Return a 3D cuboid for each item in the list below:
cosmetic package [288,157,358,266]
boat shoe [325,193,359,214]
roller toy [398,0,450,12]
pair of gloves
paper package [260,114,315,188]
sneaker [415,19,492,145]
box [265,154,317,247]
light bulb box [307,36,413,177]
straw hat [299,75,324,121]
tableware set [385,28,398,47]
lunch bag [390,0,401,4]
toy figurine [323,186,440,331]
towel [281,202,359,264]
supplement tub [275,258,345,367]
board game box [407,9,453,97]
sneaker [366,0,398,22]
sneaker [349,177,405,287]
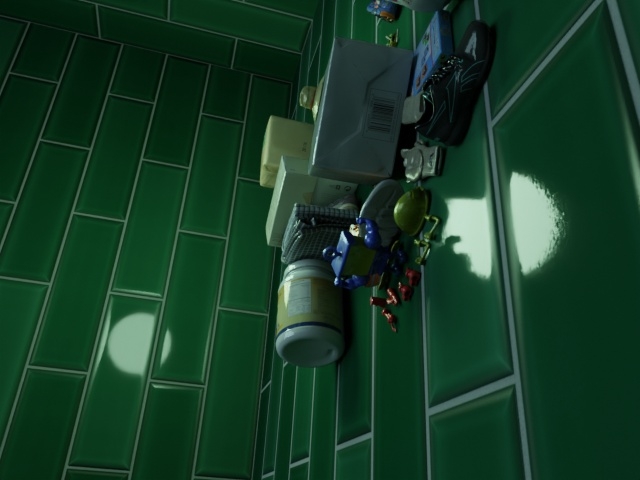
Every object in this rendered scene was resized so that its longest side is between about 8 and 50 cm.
[{"bbox_3d":[-0.003,-0.115,2.201,0.230,0.161,0.453,-97,20,-51],"label":"cosmetic package"},{"bbox_3d":[0.041,-0.080,2.020,0.285,0.103,0.092,-33,33,47],"label":"boat shoe"},{"bbox_3d":[0.257,-0.665,1.358,0.146,0.209,0.191,132,126,-70],"label":"roller toy"},{"bbox_3d":[0.260,-0.266,1.395,0.204,0.042,0.240,175,99,-72],"label":"pair of gloves"},{"bbox_3d":[-0.117,-0.388,2.590,0.168,0.309,0.324,116,161,-52],"label":"paper package"},{"bbox_3d":[0.285,-0.339,1.197,0.101,0.106,0.267,-113,36,-71],"label":"sneaker"},{"bbox_3d":[-0.110,-0.138,2.047,0.148,0.121,0.311,-103,25,-55],"label":"box"},{"bbox_3d":[0.102,-0.360,1.662,0.361,0.225,0.358,-140,60,-86],"label":"light bulb box"},{"bbox_3d":[-0.032,-0.439,1.713,0.144,0.061,0.144,-168,90,-85],"label":"straw hat"},{"bbox_3d":[0.225,-0.642,1.901,0.154,0.024,0.104,147,131,-73],"label":"tableware set"},{"bbox_3d":[0.221,-0.830,1.593,0.160,0.223,0.262,-106,28,-49],"label":"lunch bag"},{"bbox_3d":[0.120,0.035,1.385,0.191,0.217,0.362,-99,22,-56],"label":"toy figurine"},{"bbox_3d":[0.000,0.000,1.929,0.283,0.235,0.121,117,156,-57],"label":"towel"},{"bbox_3d":[-0.033,0.243,1.895,0.228,0.228,0.316,113,162,-47],"label":"supplement tub"},{"bbox_3d":[0.281,-0.468,1.465,0.211,0.039,0.160,120,157,-58],"label":"board game box"},{"bbox_3d":[0.227,-0.815,1.941,0.087,0.083,0.221,-61,24,20],"label":"sneaker"},{"bbox_3d":[0.140,-0.043,1.576,0.180,0.125,0.321,-107,29,-63],"label":"sneaker"}]
